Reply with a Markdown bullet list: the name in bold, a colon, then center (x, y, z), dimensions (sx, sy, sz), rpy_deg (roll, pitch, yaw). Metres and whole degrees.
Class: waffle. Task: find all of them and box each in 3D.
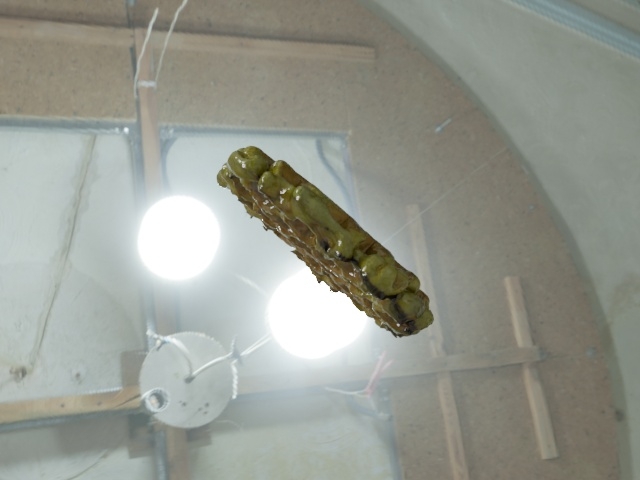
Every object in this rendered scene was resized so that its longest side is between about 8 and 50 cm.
- **waffle**: center (0.007, 0.007, 0.807), dimensions (0.301, 0.281, 0.058), rpy_deg (42, -99, -6)
